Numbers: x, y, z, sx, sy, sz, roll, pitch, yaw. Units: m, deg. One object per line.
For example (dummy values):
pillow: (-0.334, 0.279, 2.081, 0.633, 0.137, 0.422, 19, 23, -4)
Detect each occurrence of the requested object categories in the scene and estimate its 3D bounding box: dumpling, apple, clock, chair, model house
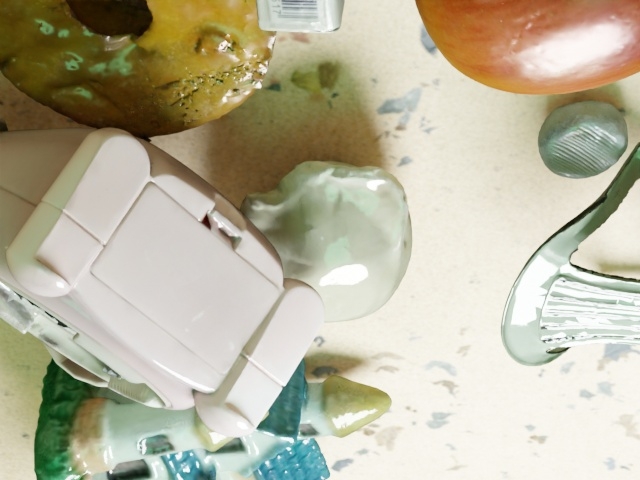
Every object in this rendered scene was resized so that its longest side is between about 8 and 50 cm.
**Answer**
dumpling: (0.000, 0.000, 1.741, 0.162, 0.132, 0.250, 7, 150, -12)
apple: (0.169, -0.232, 1.422, 0.241, 0.242, 0.242, -21, 128, 27)
clock: (-0.202, 0.020, 1.683, 0.326, 0.184, 0.342, 7, 147, 52)
chair: (0.318, 0.041, 1.698, 0.275, 0.190, 0.203, 16, 136, 12)
model house: (-0.087, 0.212, 1.919, 0.325, 0.194, 0.267, -10, 132, 12)

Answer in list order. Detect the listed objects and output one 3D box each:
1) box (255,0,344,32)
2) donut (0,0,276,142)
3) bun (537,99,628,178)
box: (-0.015, -0.303, 1.419, 0.071, 0.168, 0.259, 3, 136, 7)
donut: (-0.166, -0.213, 1.564, 0.278, 0.108, 0.277, 3, 135, 3)
bun: (0.229, -0.091, 1.680, 0.083, 0.045, 0.083, 5, 137, 5)
